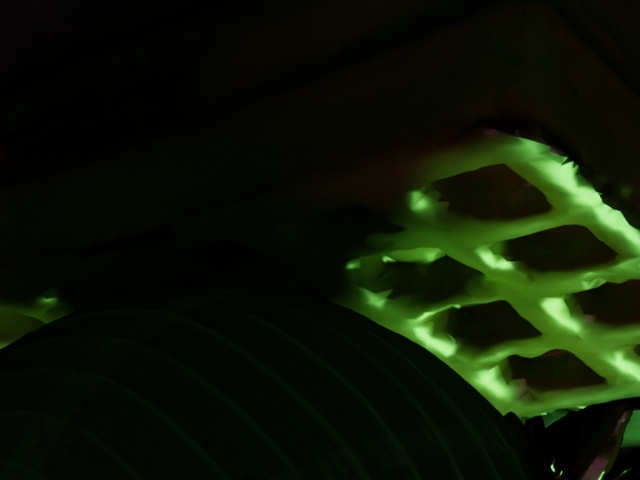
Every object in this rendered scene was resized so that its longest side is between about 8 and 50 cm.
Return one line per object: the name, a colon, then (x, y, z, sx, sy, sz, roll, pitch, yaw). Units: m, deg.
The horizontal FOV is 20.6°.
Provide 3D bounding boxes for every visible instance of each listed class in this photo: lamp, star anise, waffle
lamp: (-0.032, 0.127, 0.604, 0.233, 0.233, 0.265, 25, 133, -33)
star anise: (0.122, 0.128, 0.926, 0.167, 0.057, 0.168, 12, 138, 12)
waffle: (0.000, 0.000, 0.691, 0.327, 0.098, 0.224, -14, 145, 35)

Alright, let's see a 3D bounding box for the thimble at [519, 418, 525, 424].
thimble: (0.038, 0.077, 0.831, 0.110, 0.084, 0.062, -15, 146, 29)
